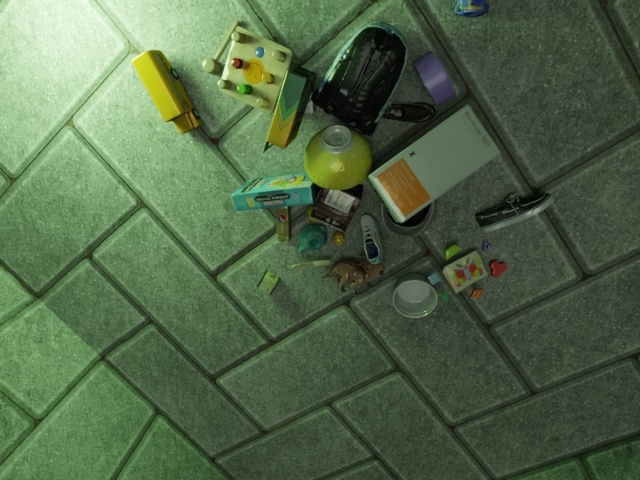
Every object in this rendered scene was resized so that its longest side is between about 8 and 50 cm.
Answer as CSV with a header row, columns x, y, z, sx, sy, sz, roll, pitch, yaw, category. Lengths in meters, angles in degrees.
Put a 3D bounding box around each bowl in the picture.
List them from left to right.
x,y,z,sx,sy,sz,roll,pitch,yaw,category
0.069,-0.361,1.633,0.289,0.290,0.156,5,153,7,bowl

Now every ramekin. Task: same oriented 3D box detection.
x,y,z,sx,sy,sz,roll,pitch,yaw,category
0.446,0.254,1.964,0.207,0.109,0.207,3,114,7,ramekin

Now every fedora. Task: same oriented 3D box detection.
x,y,z,sx,sy,sz,roll,pitch,yaw,category
0.373,-0.163,1.777,0.243,0.124,0.276,3,101,5,fedora

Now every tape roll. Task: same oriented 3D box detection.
x,y,z,sx,sy,sz,roll,pitch,yaw,category
0.425,-0.602,1.540,0.080,0.189,0.189,-30,106,19,tape roll

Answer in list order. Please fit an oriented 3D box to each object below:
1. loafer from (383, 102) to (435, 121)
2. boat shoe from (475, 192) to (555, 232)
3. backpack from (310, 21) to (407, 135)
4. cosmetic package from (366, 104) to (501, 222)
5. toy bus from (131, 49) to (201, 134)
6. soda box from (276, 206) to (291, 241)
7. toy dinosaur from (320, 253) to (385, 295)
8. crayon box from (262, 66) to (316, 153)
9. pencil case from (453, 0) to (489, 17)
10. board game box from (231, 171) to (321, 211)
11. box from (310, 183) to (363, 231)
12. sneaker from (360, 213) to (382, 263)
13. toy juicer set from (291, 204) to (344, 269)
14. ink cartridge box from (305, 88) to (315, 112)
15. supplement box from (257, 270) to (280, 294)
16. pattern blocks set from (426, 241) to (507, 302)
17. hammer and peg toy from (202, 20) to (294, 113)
x,y,z,sx,sy,sz,roll,pitch,yaw,category
0.351,-0.509,1.654,0.219,0.078,0.080,1,114,9,loafer
0.809,-0.140,1.731,0.306,0.113,0.105,-25,102,35,boat shoe
0.175,-0.635,1.552,0.290,0.273,0.356,29,135,-2,backpack
0.429,-0.289,1.608,0.453,0.161,0.230,-36,92,3,cosmetic package
-0.641,-0.617,1.736,0.108,0.130,0.333,-20,109,17,toy bus
-0.172,-0.090,1.935,0.058,0.061,0.182,4,115,8,soda box
0.158,0.142,1.956,0.295,0.127,0.201,9,115,9,toy dinosaur
-0.118,-0.494,1.599,0.083,0.203,0.323,23,118,-1,crayon box
0.519,-0.936,1.412,0.133,0.119,0.307,-14,114,-17,pencil case
-0.178,-0.217,1.773,0.335,0.254,0.079,-5,112,11,board game box
0.075,-0.171,1.781,0.168,0.203,0.167,24,116,-2,box
0.227,-0.010,1.850,0.085,0.086,0.238,-16,76,17,sneaker
0.000,0.000,1.946,0.209,0.089,0.329,11,114,-16,toy juicer set
-0.083,-0.603,1.690,0.109,0.063,0.151,-1,115,11,ink cartridge box
-0.263,0.214,2.088,0.083,0.056,0.083,30,115,-5,supplement box
0.660,0.142,1.868,0.325,0.026,0.285,-43,102,3,pattern blocks set
-0.301,-0.693,1.617,0.361,0.127,0.266,29,112,9,hammer and peg toy
